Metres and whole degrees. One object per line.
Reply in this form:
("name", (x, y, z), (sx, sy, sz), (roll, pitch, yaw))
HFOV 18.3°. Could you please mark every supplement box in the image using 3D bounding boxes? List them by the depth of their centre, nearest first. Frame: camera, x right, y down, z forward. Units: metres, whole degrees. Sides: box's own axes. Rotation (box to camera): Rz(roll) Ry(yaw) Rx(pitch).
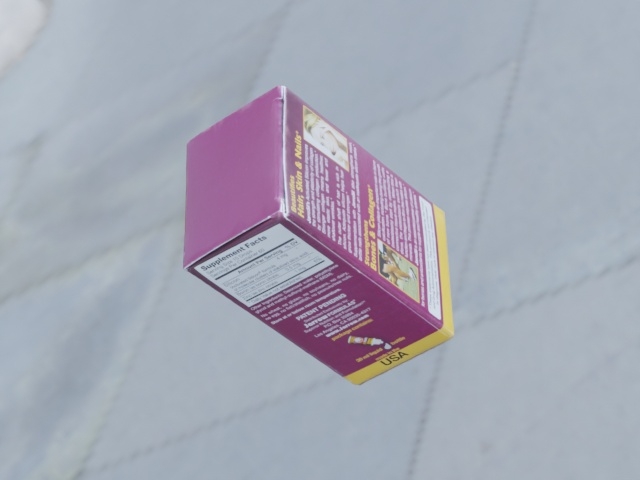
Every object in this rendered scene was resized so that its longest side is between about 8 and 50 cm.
("supplement box", (0.000, 0.000, 0.623), (0.043, 0.083, 0.055), (-29, 43, 30))
